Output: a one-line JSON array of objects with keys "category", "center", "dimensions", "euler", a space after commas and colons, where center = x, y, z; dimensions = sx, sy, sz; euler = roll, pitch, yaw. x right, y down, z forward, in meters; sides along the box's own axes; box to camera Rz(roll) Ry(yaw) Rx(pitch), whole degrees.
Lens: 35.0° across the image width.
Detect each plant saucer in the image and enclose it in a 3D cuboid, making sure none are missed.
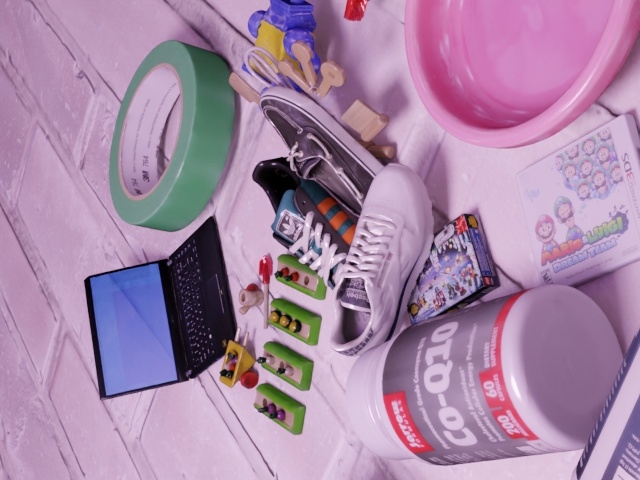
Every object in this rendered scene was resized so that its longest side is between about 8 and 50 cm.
[{"category": "plant saucer", "center": [0.223, -0.261, 1.081], "dimensions": [0.332, 0.084, 0.332], "euler": [-8, 81, 55]}]

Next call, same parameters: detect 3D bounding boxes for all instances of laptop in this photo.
[{"category": "laptop", "center": [-0.274, 0.115, 1.710], "dimensions": [0.264, 0.137, 0.234], "euler": [-39, 57, 47]}]

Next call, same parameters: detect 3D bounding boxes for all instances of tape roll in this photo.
[{"category": "tape roll", "center": [-0.260, -0.177, 1.731], "dimensions": [0.321, 0.077, 0.321], "euler": [-21, 63, 51]}]

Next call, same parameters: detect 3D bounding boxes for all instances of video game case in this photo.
[{"category": "video game case", "center": [0.274, -0.033, 1.044], "dimensions": [0.157, 0.019, 0.143], "euler": [-32, 62, 50]}]

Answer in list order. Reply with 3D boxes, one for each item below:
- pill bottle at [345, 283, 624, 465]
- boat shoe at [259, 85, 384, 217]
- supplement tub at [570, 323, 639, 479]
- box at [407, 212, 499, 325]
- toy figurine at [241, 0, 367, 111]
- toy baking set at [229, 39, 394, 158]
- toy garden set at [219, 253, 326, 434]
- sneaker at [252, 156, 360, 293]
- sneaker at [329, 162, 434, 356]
[{"category": "pill bottle", "center": [0.161, 0.152, 1.067], "dimensions": [0.283, 0.161, 0.161], "euler": [-25, 67, 51]}, {"category": "boat shoe", "center": [-0.005, -0.116, 1.313], "dimensions": [0.219, 0.070, 0.078], "euler": [40, 155, 14]}, {"category": "supplement tub", "center": [0.317, 0.176, 0.817], "dimensions": [0.191, 0.191, 0.272], "euler": [41, 120, 48]}, {"category": "box", "center": [0.148, 0.039, 1.210], "dimensions": [0.137, 0.027, 0.094], "euler": [-40, 55, 46]}, {"category": "toy figurine", "center": [-0.089, -0.297, 1.448], "dimensions": [0.362, 0.191, 0.217], "euler": [40, 124, 50]}, {"category": "toy baking set", "center": [-0.010, -0.182, 1.345], "dimensions": [0.256, 0.030, 0.196], "euler": [3, 134, 52]}, {"category": "toy garden set", "center": [-0.082, 0.139, 1.510], "dimensions": [0.204, 0.049, 0.244], "euler": [21, 104, 54]}, {"category": "sneaker", "center": [0.000, 0.000, 1.342], "dimensions": [0.108, 0.121, 0.302], "euler": [-60, 44, 31]}, {"category": "sneaker", "center": [0.067, 0.024, 1.196], "dimensions": [0.090, 0.095, 0.235], "euler": [13, 96, 33]}]
